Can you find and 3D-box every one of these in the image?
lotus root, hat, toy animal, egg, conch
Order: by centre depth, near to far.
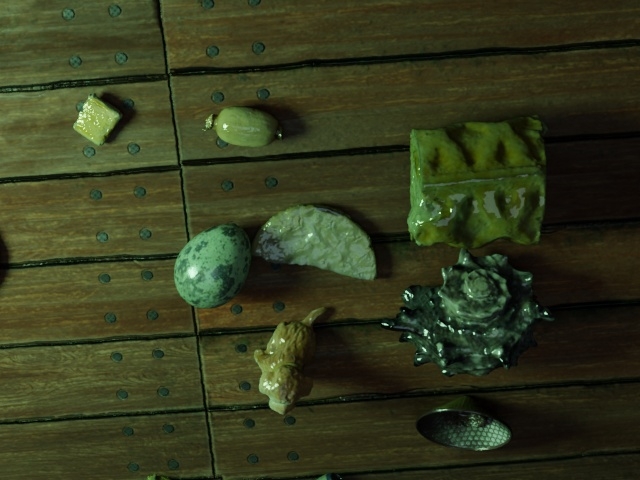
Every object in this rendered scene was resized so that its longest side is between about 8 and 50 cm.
[{"bbox_3d":[-0.139,-0.207,1.646,0.150,0.062,0.073,7,106,-4],"label":"lotus root"},{"bbox_3d":[-0.197,0.046,1.688,0.132,0.132,0.172,34,92,-10],"label":"egg"},{"bbox_3d":[0.275,0.136,1.703,0.312,0.186,0.241,-18,79,23],"label":"conch"},{"bbox_3d":[-0.047,0.222,1.713,0.104,0.185,0.184,38,103,-9],"label":"toy animal"},{"bbox_3d":[0.289,0.346,1.812,0.193,0.082,0.193,8,147,5],"label":"hat"}]

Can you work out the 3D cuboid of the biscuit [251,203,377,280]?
[{"bbox_3d":[-0.003,-0.004,1.724,0.249,0.032,0.133,11,107,-3],"label":"biscuit"}]

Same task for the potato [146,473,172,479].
[{"bbox_3d":[-0.374,0.582,1.870,0.117,0.090,0.225,37,97,-4],"label":"potato"}]

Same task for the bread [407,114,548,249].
[{"bbox_3d":[0.283,-0.098,1.620,0.252,0.239,0.196,3,147,3],"label":"bread"}]

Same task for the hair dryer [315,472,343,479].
[{"bbox_3d":[0.025,0.579,1.903,0.167,0.067,0.199,-37,119,19],"label":"hair dryer"}]

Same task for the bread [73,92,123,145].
[{"bbox_3d":[-0.407,-0.219,1.656,0.070,0.035,0.083,31,111,-9],"label":"bread"}]
